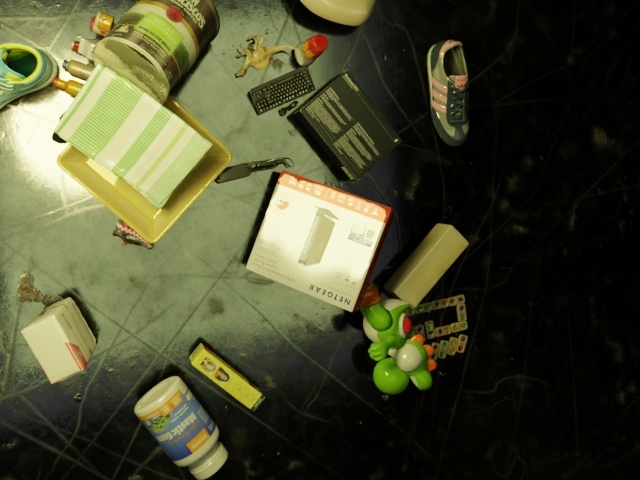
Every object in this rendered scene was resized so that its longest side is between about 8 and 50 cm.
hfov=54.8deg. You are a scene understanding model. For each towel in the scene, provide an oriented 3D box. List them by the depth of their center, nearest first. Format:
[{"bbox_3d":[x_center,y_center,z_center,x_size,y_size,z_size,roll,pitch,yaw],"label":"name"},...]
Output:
[{"bbox_3d":[-0.471,-0.254,1.545,0.324,0.038,0.248,38,116,-16],"label":"towel"}]

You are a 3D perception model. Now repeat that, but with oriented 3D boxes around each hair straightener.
[{"bbox_3d":[-0.183,-0.199,1.741,0.230,0.089,0.047,-10,96,-14],"label":"hair straightener"}]

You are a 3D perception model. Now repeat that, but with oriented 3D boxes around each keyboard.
[{"bbox_3d":[-0.102,-0.414,1.764,0.180,0.023,0.108,-25,120,-6],"label":"keyboard"}]

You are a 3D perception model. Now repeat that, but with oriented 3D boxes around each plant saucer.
[{"bbox_3d":[-0.466,-0.219,1.668,0.332,0.081,0.333,43,84,-14],"label":"plant saucer"}]

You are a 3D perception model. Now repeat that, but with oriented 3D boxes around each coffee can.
[{"bbox_3d":[-0.402,-0.496,1.543,0.201,0.201,0.275,35,58,-15],"label":"coffee can"}]

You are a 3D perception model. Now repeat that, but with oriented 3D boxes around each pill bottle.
[{"bbox_3d":[-0.379,0.528,1.723,0.152,0.152,0.272,-36,102,-9],"label":"pill bottle"}]

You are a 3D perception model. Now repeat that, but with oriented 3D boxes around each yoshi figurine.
[{"bbox_3d":[0.179,0.311,1.822,0.362,0.203,0.203,55,46,-3],"label":"yoshi figurine"}]

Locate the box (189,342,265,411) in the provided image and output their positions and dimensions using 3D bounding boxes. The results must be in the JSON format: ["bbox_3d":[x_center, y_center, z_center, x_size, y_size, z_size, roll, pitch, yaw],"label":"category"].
[{"bbox_3d":[-0.269,0.393,1.775,0.232,0.087,0.058,41,82,-14],"label":"box"}]

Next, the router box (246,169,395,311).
[{"bbox_3d":[0.000,0.000,1.727,0.335,0.082,0.301,20,91,15],"label":"router box"}]

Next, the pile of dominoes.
[{"bbox_3d":[0.362,0.292,1.958,0.251,0.040,0.196,-11,98,-13],"label":"pile of dominoes"}]

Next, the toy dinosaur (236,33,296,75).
[{"bbox_3d":[-0.169,-0.533,1.743,0.183,0.053,0.093,-30,117,-3],"label":"toy dinosaur"}]

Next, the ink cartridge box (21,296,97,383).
[{"bbox_3d":[-0.663,0.251,1.586,0.092,0.218,0.159,-25,101,-6],"label":"ink cartridge box"}]

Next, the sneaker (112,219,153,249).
[{"bbox_3d":[-0.517,-0.005,1.698,0.119,0.047,0.057,34,105,-14],"label":"sneaker"}]

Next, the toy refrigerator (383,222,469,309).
[{"bbox_3d":[0.325,0.079,1.897,0.094,0.102,0.269,44,83,-15],"label":"toy refrigerator"}]

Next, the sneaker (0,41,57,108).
[{"bbox_3d":[-0.806,-0.386,1.495,0.319,0.208,0.127,-34,104,-9],"label":"sneaker"}]

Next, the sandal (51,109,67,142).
[{"bbox_3d":[-0.637,-0.321,1.598,0.179,0.040,0.067,-33,61,16],"label":"sandal"}]

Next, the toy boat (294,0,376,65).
[{"bbox_3d":[0.009,-0.651,1.738,0.267,0.148,0.318,21,82,-21],"label":"toy boat"}]

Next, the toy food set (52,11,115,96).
[{"bbox_3d":[-0.603,-0.487,1.582,0.104,0.111,0.232,18,122,-16],"label":"toy food set"}]

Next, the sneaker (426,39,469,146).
[{"bbox_3d":[0.396,-0.440,1.853,0.112,0.131,0.319,-16,99,-13],"label":"sneaker"}]

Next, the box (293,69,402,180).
[{"bbox_3d":[0.079,-0.329,1.793,0.184,0.103,0.261,-41,103,-5],"label":"box"}]
